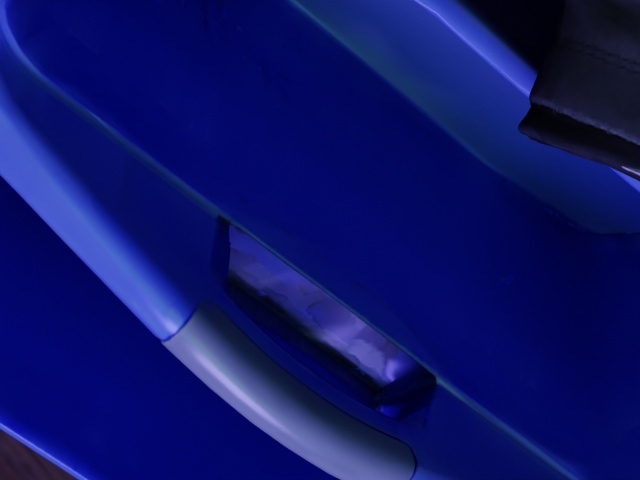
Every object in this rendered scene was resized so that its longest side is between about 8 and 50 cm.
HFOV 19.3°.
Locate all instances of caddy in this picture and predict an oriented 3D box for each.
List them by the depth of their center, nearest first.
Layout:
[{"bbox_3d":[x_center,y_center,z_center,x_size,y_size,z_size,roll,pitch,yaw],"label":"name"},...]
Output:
[{"bbox_3d":[0.000,0.000,0.632,0.341,0.179,0.241,37,126,-22],"label":"caddy"}]

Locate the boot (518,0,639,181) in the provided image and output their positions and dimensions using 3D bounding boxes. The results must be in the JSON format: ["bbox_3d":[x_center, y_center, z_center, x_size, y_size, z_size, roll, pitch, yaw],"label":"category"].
[{"bbox_3d":[0.221,-0.112,0.480,0.338,0.118,0.222,0,91,20],"label":"boot"}]
